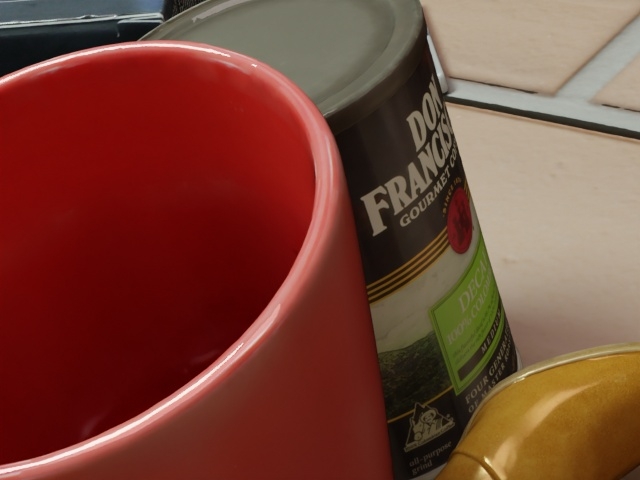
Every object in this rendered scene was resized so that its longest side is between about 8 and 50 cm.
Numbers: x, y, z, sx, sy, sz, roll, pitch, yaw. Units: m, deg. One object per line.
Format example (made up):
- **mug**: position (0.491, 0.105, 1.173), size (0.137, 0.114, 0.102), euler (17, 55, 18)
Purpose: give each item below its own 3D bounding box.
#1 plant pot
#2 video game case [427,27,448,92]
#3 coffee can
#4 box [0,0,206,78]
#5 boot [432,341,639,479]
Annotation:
- **plant pot**: position (-0.086, 0.076, 0.742), size (0.275, 0.243, 0.275), euler (-13, 44, 13)
- **video game case**: position (0.007, -0.156, 1.395), size (0.201, 0.023, 0.183), euler (-18, 33, 5)
- **coffee can**: position (0.000, 0.000, 0.939), size (0.201, 0.275, 0.201), euler (-14, 34, 9)
- **box**: position (-0.252, -0.190, 1.362), size (0.293, 0.212, 0.395), euler (-4, 34, 2)
- **boot**: position (0.106, 0.185, 0.793), size (0.295, 0.104, 0.211), euler (-24, 38, 4)
